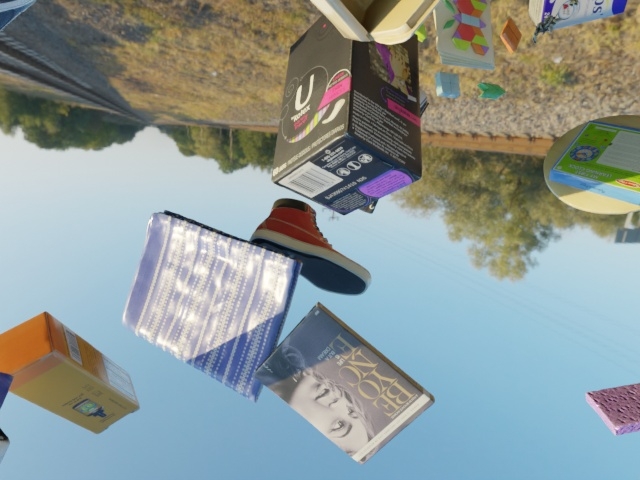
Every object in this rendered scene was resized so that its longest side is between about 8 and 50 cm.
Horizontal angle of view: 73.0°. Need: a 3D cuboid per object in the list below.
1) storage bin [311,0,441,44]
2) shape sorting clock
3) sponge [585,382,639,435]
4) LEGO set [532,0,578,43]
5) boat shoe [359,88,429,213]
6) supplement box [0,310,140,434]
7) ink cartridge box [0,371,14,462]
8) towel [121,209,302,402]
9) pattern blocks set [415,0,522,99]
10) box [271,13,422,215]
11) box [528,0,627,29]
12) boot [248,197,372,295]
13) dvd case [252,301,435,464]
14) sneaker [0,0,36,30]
[{"bbox_3d":[0.047,-0.366,0.382,0.262,0.260,0.123,33,-168,-34],"label":"storage bin"},{"bbox_3d":[0.487,-0.129,0.721,0.206,0.206,0.040,18,155,38],"label":"shape sorting clock"},{"bbox_3d":[0.757,0.385,1.012,0.210,0.031,0.117,-12,-161,3],"label":"sponge"},{"bbox_3d":[0.371,-0.358,0.696,0.023,0.083,0.054,30,-148,-9],"label":"LEGO set"},{"bbox_3d":[0.127,-0.146,0.751,0.076,0.228,0.080,33,-172,-6],"label":"boat shoe"},{"bbox_3d":[-0.358,0.201,0.630,0.078,0.233,0.080,-30,-129,-14],"label":"supplement box"},{"bbox_3d":[-0.384,0.197,0.347,0.045,0.223,0.223,-2,151,23],"label":"ink cartridge box"},{"bbox_3d":[-0.208,0.097,0.754,0.336,0.243,0.040,18,-179,27],"label":"towel"},{"bbox_3d":[0.295,-0.444,0.885,0.286,0.324,0.026,-11,175,-21],"label":"pattern blocks set"},{"bbox_3d":[0.041,-0.201,0.641,0.143,0.270,0.165,22,150,-34],"label":"box"},{"bbox_3d":[0.429,-0.433,0.710,0.137,0.126,0.072,-10,-127,12],"label":"box"},{"bbox_3d":[0.000,0.000,0.863,0.244,0.088,0.176,25,-140,1],"label":"boot"},{"bbox_3d":[0.031,0.218,0.644,0.221,0.164,0.018,40,-161,-2],"label":"dvd case"},{"bbox_3d":[-0.544,-0.328,0.690,0.086,0.163,0.226,40,-122,0],"label":"sneaker"}]
